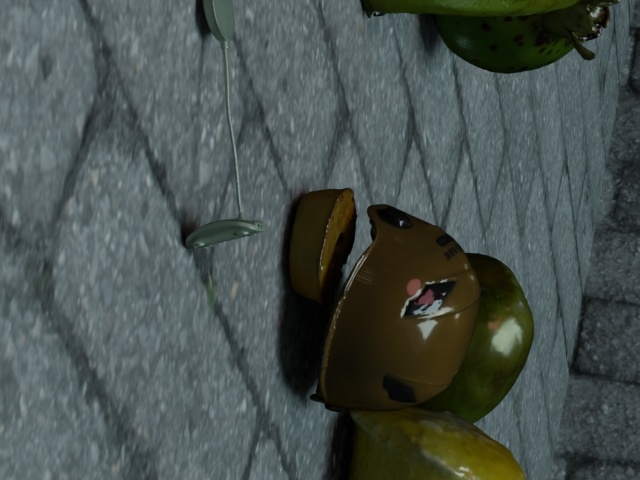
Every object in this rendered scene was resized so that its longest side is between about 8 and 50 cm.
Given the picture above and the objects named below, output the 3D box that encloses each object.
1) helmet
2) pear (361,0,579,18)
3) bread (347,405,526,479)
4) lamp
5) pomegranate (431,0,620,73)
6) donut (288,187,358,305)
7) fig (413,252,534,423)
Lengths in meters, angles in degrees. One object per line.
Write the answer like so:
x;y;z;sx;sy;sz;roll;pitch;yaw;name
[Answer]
0.077;0.071;1.702;0.224;0.130;0.198;-55;159;-77;helmet
0.182;-0.315;1.800;0.238;0.255;0.164;-57;151;-50;pear
0.107;0.255;1.879;0.197;0.197;0.170;9;98;-75;bread
-0.079;-0.094;1.361;0.050;0.056;0.198;-9;93;-73;lamp
0.233;-0.272;2.035;0.211;0.263;0.211;-23;133;-27;pomegranate
0.000;0.000;1.640;0.097;0.043;0.108;84;19;-44;donut
0.126;0.122;1.991;0.233;0.167;0.167;-50;175;19;fig
